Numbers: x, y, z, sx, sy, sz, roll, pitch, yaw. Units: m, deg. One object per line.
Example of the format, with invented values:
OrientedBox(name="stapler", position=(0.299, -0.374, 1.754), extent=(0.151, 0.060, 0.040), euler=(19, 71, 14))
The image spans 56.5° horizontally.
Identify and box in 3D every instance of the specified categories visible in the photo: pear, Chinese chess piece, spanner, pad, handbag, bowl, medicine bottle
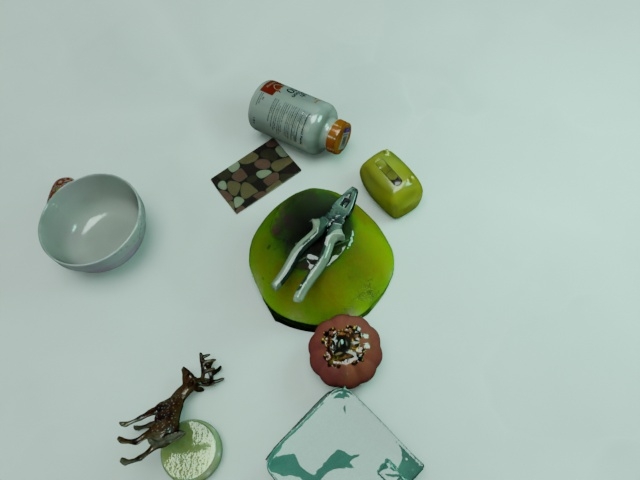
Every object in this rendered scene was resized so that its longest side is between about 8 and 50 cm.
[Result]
OrientedBox(name="pear", position=(-0.008, 0.020, 1.538), extent=(0.398, 0.165, 0.399), euler=(-3, 63, 6))
OrientedBox(name="Chinese chess piece", position=(-0.301, 0.494, 1.396), extent=(0.143, 0.058, 0.144), euler=(-2, 65, 5))
OrientedBox(name="spanner", position=(0.000, 0.000, 1.430), extent=(0.095, 0.040, 0.325), euler=(28, 71, 18))
OrientedBox(name="pad", position=(-0.192, -0.194, 1.761), extent=(0.234, 0.003, 0.158), euler=(-35, 64, -10))
OrientedBox(name="handbag", position=(0.048, 0.508, 1.327), extent=(0.274, 0.100, 0.268), euler=(38, 70, 21))
OrientedBox(name="bowl", position=(-0.611, -0.031, 1.651), extent=(0.286, 0.144, 0.287), euler=(-3, 63, 5))
OrientedBox(name="medicine bottle", position=(-0.056, -0.348, 1.736), extent=(0.288, 0.157, 0.157), euler=(26, 69, 18))

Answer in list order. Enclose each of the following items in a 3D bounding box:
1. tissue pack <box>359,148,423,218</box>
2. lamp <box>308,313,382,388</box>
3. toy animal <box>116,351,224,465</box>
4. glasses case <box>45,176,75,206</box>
OrientedBox(name="tissue pack", position=(0.191, -0.160, 1.627), extent=(0.123, 0.127, 0.178), euler=(-34, 63, -8))
OrientedBox(name="lamp", position=(0.059, 0.262, 1.423), extent=(0.181, 0.140, 0.182), euler=(-2, 68, 4))
OrientedBox(name="toy animal", position=(-0.344, 0.401, 1.403), extent=(0.259, 0.087, 0.243), euler=(-26, 31, 3))
OrientedBox(name="glasses case", position=(-0.774, -0.103, 1.761), extent=(0.073, 0.049, 0.195), euler=(-4, 63, 5))
